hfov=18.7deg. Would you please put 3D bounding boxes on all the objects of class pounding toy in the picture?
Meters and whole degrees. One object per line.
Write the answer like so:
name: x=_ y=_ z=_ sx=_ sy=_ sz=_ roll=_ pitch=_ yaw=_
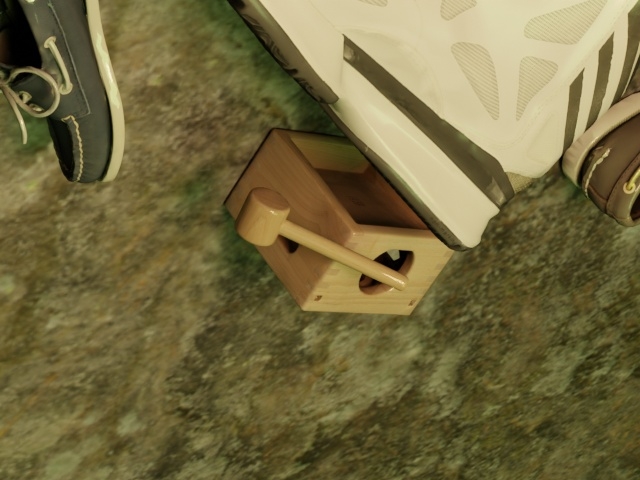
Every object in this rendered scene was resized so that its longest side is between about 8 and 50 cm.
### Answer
pounding toy: x=0.001 y=0.006 z=1.513 sx=0.206 sy=0.181 sz=0.094 roll=4 pitch=128 yaw=-45

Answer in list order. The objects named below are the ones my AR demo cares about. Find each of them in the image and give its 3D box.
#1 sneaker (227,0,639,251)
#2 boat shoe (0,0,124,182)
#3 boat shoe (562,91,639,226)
sneaker: x=0.071 y=-0.203 z=1.318 sx=0.257 sy=0.169 sz=0.447 roll=-41 pitch=135 yaw=4
boat shoe: x=-0.180 y=-0.130 z=1.264 sx=0.079 sy=0.095 sz=0.254 roll=-25 pitch=143 yaw=-21
boat shoe: x=0.369 y=-0.120 z=1.781 sx=0.305 sy=0.091 sz=0.109 roll=-33 pitch=146 yaw=-6
